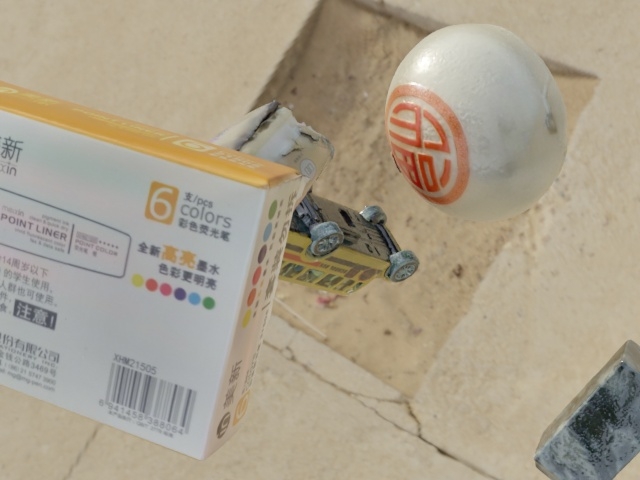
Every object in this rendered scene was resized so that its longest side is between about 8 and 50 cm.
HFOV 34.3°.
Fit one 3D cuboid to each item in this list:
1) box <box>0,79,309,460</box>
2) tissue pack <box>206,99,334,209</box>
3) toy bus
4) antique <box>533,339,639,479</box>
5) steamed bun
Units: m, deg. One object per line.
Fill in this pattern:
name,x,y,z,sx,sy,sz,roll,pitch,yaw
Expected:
box,-0.169,0.015,0.776,0.274,0.091,0.220,19,106,12
tissue pack,-0.126,-0.020,1.120,0.215,0.123,0.256,-35,12,48
toy bus,0.000,0.000,1.461,0.123,0.335,0.121,-43,58,20
antique,0.338,0.219,1.232,0.088,0.086,0.183,40,114,9
steamed bun,0.196,-0.153,1.448,0.177,0.283,0.283,-25,50,-27
